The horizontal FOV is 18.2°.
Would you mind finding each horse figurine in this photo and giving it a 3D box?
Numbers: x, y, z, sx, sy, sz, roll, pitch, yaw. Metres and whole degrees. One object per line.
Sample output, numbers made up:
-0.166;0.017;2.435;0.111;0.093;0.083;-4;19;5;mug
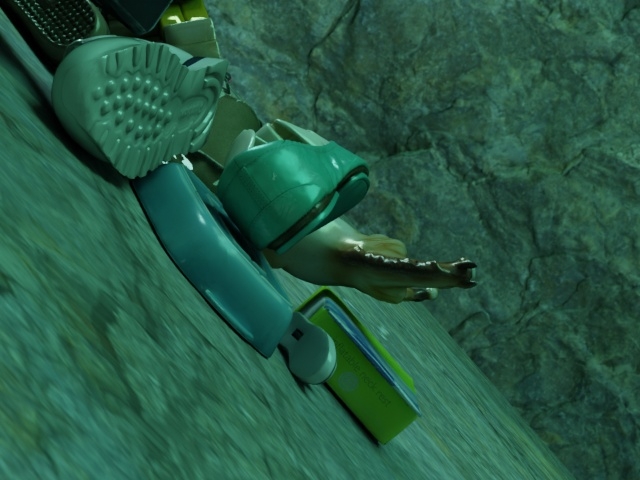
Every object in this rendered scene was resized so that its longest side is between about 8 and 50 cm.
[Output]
0.000;0.000;1.589;0.263;0.066;0.174;22;4;7;horse figurine

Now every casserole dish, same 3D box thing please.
-0.069;0.006;1.332;0.114;0.037;0.188;47;5;-28;casserole dish

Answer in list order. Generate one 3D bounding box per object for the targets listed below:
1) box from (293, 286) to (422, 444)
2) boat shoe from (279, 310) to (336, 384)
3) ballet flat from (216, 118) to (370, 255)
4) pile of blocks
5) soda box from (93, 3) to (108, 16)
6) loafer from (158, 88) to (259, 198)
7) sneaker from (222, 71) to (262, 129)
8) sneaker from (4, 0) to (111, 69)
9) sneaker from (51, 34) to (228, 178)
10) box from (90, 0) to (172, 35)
0.026;0.093;1.520;0.109;0.042;0.178;48;3;-3;box
-0.004;0.080;1.372;0.035;0.035;0.100;45;-2;-22;boat shoe
-0.020;-0.047;1.406;0.087;0.083;0.247;52;10;1;ballet flat
-0.172;-0.231;1.786;0.362;0.113;0.149;-116;-164;-63;pile of blocks
-0.237;-0.256;1.727;0.060;0.053;0.169;-7;38;-29;soda box
-0.094;-0.082;1.534;0.094;0.087;0.251;47;4;-30;loafer
-0.127;-0.147;1.936;0.178;0.077;0.072;47;3;-20;sneaker
-0.210;-0.181;1.504;0.188;0.066;0.071;58;-9;37;sneaker
-0.139;-0.098;1.323;0.095;0.090;0.235;22;6;12;sneaker
-0.226;-0.348;1.230;0.293;0.212;0.395;34;-5;27;box
